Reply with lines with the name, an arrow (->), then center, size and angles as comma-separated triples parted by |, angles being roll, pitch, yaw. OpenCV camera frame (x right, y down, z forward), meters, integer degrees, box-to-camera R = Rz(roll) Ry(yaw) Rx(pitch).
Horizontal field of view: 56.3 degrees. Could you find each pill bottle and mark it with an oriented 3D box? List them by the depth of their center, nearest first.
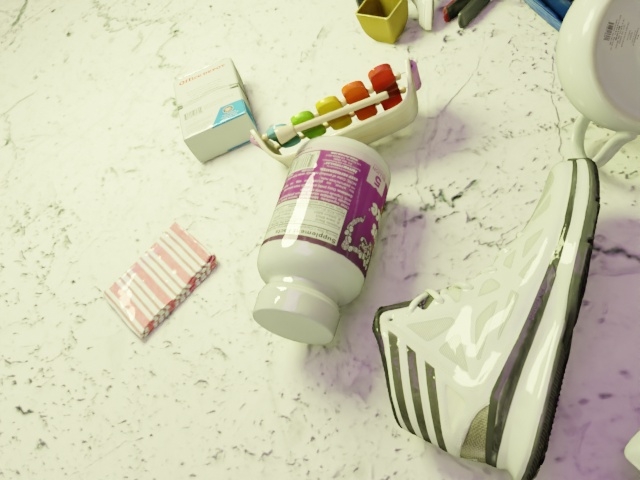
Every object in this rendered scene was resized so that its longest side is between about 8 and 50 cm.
pill bottle -> 0.000, 0.000, 0.932 | 0.170, 0.169, 0.301 | 5, 61, 24

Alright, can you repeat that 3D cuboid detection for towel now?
towel -> -0.296, 0.066, 1.091 | 0.144, 0.029, 0.197 | 35, 75, 35

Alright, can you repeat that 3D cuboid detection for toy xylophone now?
toy xylophone -> 0.034, -0.213, 1.036 | 0.323, 0.236, 0.081 | -21, 81, 4

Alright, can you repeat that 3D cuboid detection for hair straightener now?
hair straightener -> 0.360, -0.502, 1.207 | 0.230, 0.047, 0.089 | -37, 53, -10

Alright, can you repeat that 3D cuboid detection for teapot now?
teapot -> 0.441, -0.269, 0.853 | 0.256, 0.252, 0.187 | -34, 14, 5

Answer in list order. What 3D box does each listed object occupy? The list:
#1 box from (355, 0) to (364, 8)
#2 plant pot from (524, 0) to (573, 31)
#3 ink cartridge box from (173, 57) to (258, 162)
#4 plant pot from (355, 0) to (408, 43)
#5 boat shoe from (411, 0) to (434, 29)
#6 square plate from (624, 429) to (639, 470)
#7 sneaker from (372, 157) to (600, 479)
box -> 0.182, -0.649, 1.303 | 0.271, 0.143, 0.165 | -16, 54, 12
plant pot -> 0.508, -0.501, 1.031 | 0.212, 0.236, 0.235 | -24, 53, -3
ink cartridge box -> -0.220, -0.275, 1.252 | 0.140, 0.082, 0.190 | -23, 52, 6
plant pot -> 0.134, -0.454, 1.231 | 0.082, 0.083, 0.081 | 22, 69, 32
boat shoe -> 0.196, -0.520, 1.215 | 0.063, 0.184, 0.066 | -4, 13, 15
square plate -> 0.566, 0.225, 0.602 | 0.344, 0.049, 0.347 | -35, 54, -17
sneaker -> 0.213, 0.062, 0.808 | 0.258, 0.169, 0.447 | 13, 66, 26
